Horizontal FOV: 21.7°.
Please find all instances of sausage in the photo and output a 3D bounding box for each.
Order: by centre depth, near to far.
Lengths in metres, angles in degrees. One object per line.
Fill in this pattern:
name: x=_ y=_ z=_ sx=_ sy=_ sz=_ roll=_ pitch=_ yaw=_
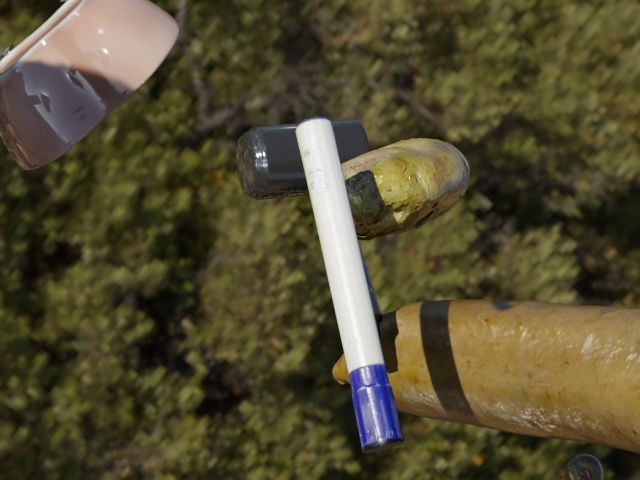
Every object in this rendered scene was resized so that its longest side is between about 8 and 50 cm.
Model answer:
sausage: x=0.219 y=0.119 z=1.459 sx=0.136 sy=0.500 sz=0.123 roll=-33 pitch=115 yaw=-38

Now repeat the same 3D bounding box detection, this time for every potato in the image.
potato: x=0.066 y=-0.046 z=1.469 sx=0.170 sy=0.107 sz=0.080 roll=-26 pitch=107 yaw=-58

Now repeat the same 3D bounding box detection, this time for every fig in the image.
fig: x=0.281 y=0.261 z=1.830 sx=0.050 sy=0.083 sz=0.050 roll=1 pitch=70 yaw=-3

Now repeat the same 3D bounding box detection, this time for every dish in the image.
dish: x=-0.238 y=-0.167 z=1.584 sx=0.090 sy=0.213 sz=0.213 roll=47 pitch=26 yaw=-19

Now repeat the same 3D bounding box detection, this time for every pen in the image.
pen: x=0.019 y=0.029 z=1.266 sx=0.033 sy=0.033 sz=0.269 roll=7 pitch=62 yaw=-43

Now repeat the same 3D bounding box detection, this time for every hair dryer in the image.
hair dryer: x=0.002 y=0.000 z=1.532 sx=0.114 sy=0.070 sz=0.248 roll=-5 pitch=61 yaw=-17
